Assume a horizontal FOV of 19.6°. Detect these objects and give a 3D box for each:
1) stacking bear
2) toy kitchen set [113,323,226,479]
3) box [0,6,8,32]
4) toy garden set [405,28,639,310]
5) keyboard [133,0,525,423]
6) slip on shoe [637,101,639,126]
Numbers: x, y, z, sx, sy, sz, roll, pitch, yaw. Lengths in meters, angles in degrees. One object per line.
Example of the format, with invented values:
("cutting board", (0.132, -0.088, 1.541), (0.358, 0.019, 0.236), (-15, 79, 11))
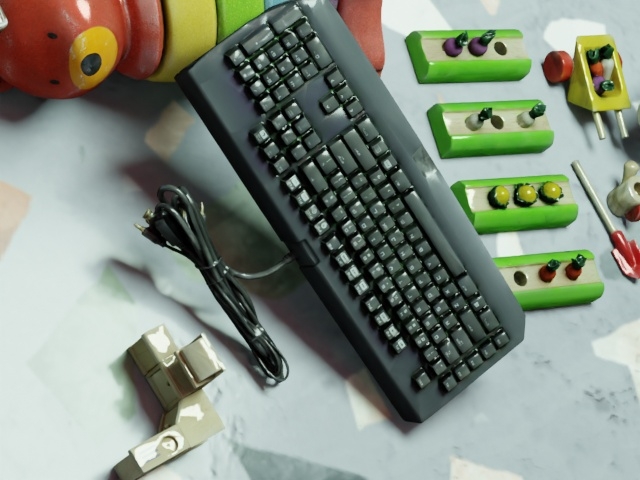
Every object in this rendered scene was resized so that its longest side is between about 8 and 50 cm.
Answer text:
("stacking bear", (-0.108, -0.179, 1.329), (0.289, 0.175, 0.164), (-18, 50, -26))
("toy kitchen set", (-0.109, 0.103, 1.240), (0.075, 0.068, 0.083), (-27, 82, -37))
("box", (-0.359, -0.246, 1.183), (0.143, 0.191, 0.381), (-17, 76, -36))
("toy garden set", (0.196, -0.070, 1.521), (0.203, 0.049, 0.244), (-5, 70, -33))
("keyboard", (0.000, 0.000, 1.311), (0.201, 0.033, 0.317), (-36, 108, -7))
("slip on shoe", (0.382, -0.174, 1.641), (0.101, 0.123, 0.331), (35, 52, 30))
